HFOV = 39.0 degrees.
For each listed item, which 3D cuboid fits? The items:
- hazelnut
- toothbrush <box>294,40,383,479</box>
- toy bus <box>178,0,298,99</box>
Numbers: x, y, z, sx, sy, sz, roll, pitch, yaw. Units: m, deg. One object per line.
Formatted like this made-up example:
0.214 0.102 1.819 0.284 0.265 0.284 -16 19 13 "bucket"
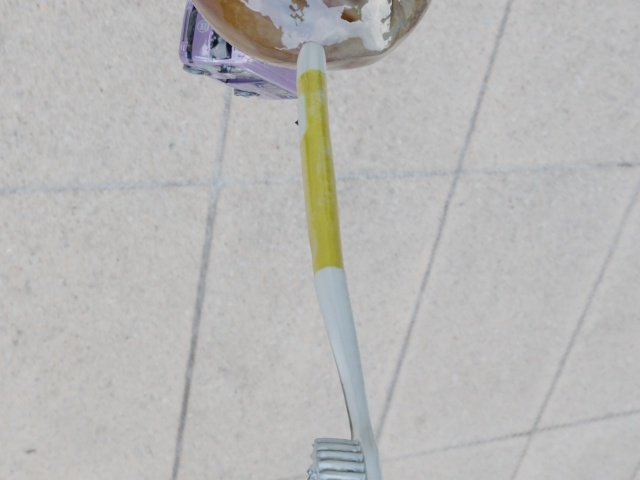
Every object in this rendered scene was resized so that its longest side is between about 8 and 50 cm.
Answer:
-0.011 -0.234 0.750 0.212 0.181 0.181 -23 114 -27 "hazelnut"
0.000 0.000 0.394 0.024 0.288 0.021 9 135 -15 "toothbrush"
-0.084 -0.234 1.118 0.199 0.108 0.096 11 88 -63 "toy bus"
